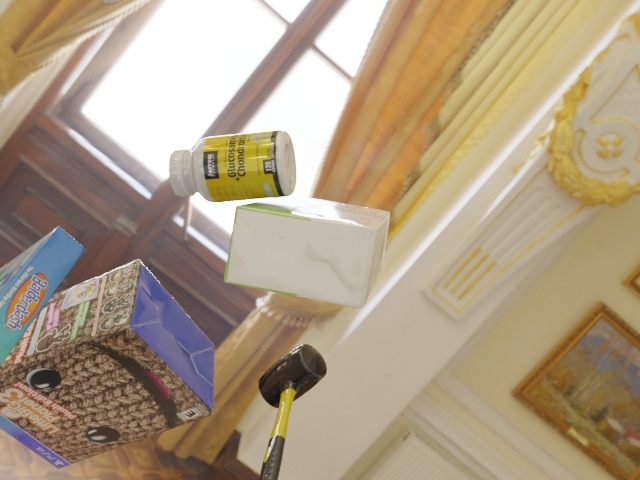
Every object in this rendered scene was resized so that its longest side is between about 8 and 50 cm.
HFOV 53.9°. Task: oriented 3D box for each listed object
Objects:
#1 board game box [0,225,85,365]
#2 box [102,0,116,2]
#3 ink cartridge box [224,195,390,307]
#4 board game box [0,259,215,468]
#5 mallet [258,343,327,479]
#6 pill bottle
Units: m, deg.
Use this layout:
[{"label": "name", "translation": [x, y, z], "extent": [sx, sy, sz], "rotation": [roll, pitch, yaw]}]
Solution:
[{"label": "board game box", "translation": [-0.382, 0.093, 0.729], "extent": [0.047, 0.160, 0.210], "rotation": [48, 35, -24]}, {"label": "box", "translation": [-0.153, -0.350, 0.694], "extent": [0.103, 0.203, 0.114], "rotation": [82, -1, -51]}, {"label": "ink cartridge box", "translation": [0.000, 0.000, 1.030], "extent": [0.207, 0.119, 0.353], "rotation": [10, 9, 8]}, {"label": "board game box", "translation": [-0.347, 0.199, 0.977], "extent": [0.141, 0.291, 0.232], "rotation": [-99, 163, -50]}, {"label": "mallet", "translation": [-0.041, 0.164, 0.519], "extent": [0.039, 0.062, 0.189], "rotation": [42, 32, -15]}, {"label": "pill bottle", "translation": [-0.135, -0.112, 0.975], "extent": [0.103, 0.184, 0.103], "rotation": [-5, 90, -81]}]
